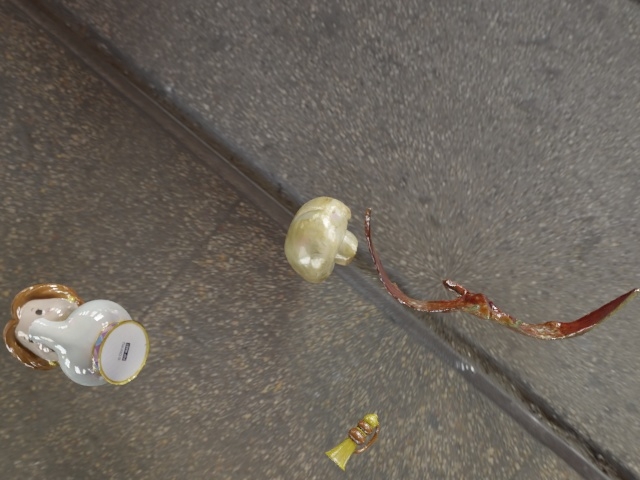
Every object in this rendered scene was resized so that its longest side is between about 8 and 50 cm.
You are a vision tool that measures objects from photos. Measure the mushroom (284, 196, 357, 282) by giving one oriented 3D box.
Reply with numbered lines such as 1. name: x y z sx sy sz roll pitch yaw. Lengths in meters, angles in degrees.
1. mushroom: 0.000 0.000 1.486 0.112 0.148 0.148 20 90 -10

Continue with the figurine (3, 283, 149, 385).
1. figurine: -0.397 0.150 1.469 0.264 0.189 0.142 11 80 37

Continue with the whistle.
1. whistle: 0.066 0.349 1.584 0.109 0.046 0.057 -42 105 -11

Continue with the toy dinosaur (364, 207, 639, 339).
1. toy dinosaur: 0.223 0.057 1.170 0.328 0.207 0.112 17 96 25
